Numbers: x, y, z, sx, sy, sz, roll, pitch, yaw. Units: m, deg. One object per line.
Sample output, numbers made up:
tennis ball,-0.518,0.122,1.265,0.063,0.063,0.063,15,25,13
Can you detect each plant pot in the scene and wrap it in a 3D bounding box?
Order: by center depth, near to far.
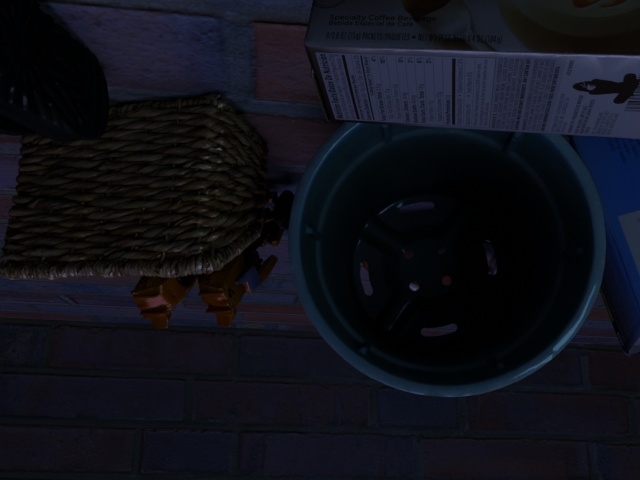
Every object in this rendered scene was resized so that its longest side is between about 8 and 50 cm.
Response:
plant pot,0.150,0.021,0.858,0.341,0.341,0.334,0,171,6

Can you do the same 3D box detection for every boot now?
boot,-0.384,-0.164,0.576,0.260,0.131,0.348,-1,164,9

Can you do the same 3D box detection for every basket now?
basket,-0.226,-0.035,0.844,0.299,0.223,0.213,-3,163,14

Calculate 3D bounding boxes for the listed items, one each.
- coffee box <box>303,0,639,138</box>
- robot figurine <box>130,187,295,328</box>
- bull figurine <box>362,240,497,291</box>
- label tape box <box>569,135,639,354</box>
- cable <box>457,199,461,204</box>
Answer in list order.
coffee box,0.126,-0.161,0.454,0.246,0.141,0.098,7,160,14
robot figurine,-0.144,0.012,0.955,0.211,0.291,0.085,-4,119,21
bull figurine,0.224,0.042,1.151,0.310,0.101,0.188,7,167,21
label tape box,0.425,0.010,0.861,0.115,0.249,0.347,-19,159,17
cable,0.313,-0.048,1.054,0.184,0.047,0.150,8,163,-17
